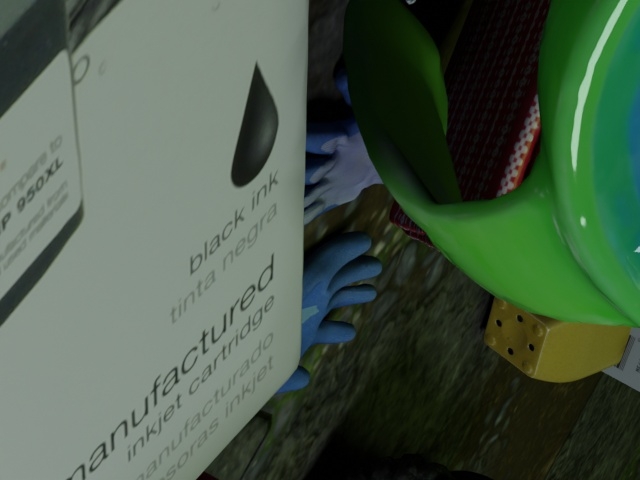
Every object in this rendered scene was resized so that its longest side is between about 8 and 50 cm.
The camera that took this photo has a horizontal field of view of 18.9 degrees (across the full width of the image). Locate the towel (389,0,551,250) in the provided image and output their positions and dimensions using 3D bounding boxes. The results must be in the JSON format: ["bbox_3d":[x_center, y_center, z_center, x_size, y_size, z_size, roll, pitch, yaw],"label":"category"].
[{"bbox_3d":[0.093,-0.086,0.890,0.275,0.031,0.198,-140,-110,-84],"label":"towel"}]

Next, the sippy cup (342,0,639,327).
[{"bbox_3d":[0.163,-0.112,0.550,0.240,0.306,0.224,94,-7,-46],"label":"sippy cup"}]

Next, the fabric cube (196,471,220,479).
[{"bbox_3d":[-0.111,0.246,0.663,0.259,0.254,0.258,-29,136,-43],"label":"fabric cube"}]

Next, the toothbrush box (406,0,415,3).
[{"bbox_3d":[0.056,-0.265,0.637,0.216,0.126,0.295,-42,152,-36],"label":"toothbrush box"}]

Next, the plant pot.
[{"bbox_3d":[0.159,0.049,1.324,0.083,0.081,0.081,-25,140,-37],"label":"plant pot"}]

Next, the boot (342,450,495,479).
[{"bbox_3d":[0.023,0.299,1.244,0.260,0.131,0.348,20,88,-75],"label":"boot"}]

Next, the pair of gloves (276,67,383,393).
[{"bbox_3d":[0.000,0.000,0.982,0.159,0.023,0.198,-22,137,-58],"label":"pair of gloves"}]

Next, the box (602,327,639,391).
[{"bbox_3d":[0.229,0.037,1.424,0.087,0.101,0.102,-30,143,-53],"label":"box"}]

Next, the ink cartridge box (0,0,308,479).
[{"bbox_3d":[-0.143,-0.042,0.417,0.285,0.166,0.395,-46,153,-33],"label":"ink cartridge box"}]
